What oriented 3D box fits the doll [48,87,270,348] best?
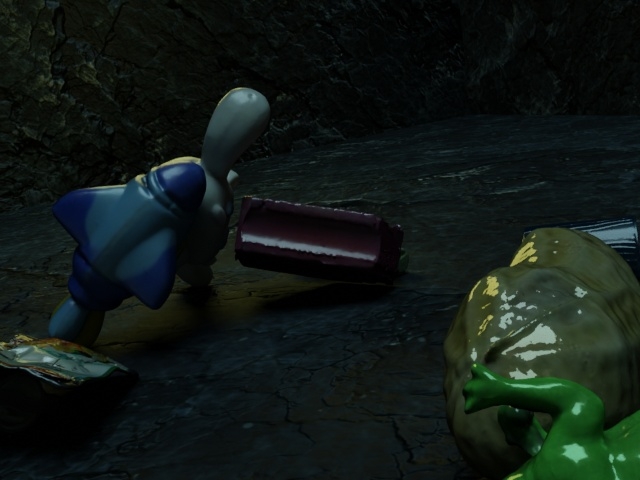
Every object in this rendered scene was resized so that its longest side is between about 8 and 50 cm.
[{"bbox_3d":[-0.227,-0.008,1.181,0.187,0.376,0.365,21,37,25],"label":"doll"}]

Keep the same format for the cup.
[{"bbox_3d":[0.327,0.034,1.030,0.138,0.113,0.150,-5,12,19],"label":"cup"}]

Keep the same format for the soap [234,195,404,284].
[{"bbox_3d":[0.000,0.000,1.244,0.250,0.099,0.162,8,-12,2],"label":"soap"}]

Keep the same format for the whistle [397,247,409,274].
[{"bbox_3d":[0.039,0.016,1.382,0.258,0.067,0.126,12,36,44],"label":"whistle"}]

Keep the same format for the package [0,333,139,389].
[{"bbox_3d":[-0.308,0.133,0.934,0.166,0.040,0.232,14,-7,9],"label":"package"}]

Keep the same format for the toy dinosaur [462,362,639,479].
[{"bbox_3d":[0.289,0.192,0.442,0.500,0.144,0.374,24,56,28],"label":"toy dinosaur"}]

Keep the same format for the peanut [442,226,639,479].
[{"bbox_3d":[0.212,0.098,0.741,0.174,0.158,0.340,30,26,23],"label":"peanut"}]

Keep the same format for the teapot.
[{"bbox_3d":[-0.393,0.177,0.959,0.200,0.077,0.107,4,-14,39],"label":"teapot"}]
